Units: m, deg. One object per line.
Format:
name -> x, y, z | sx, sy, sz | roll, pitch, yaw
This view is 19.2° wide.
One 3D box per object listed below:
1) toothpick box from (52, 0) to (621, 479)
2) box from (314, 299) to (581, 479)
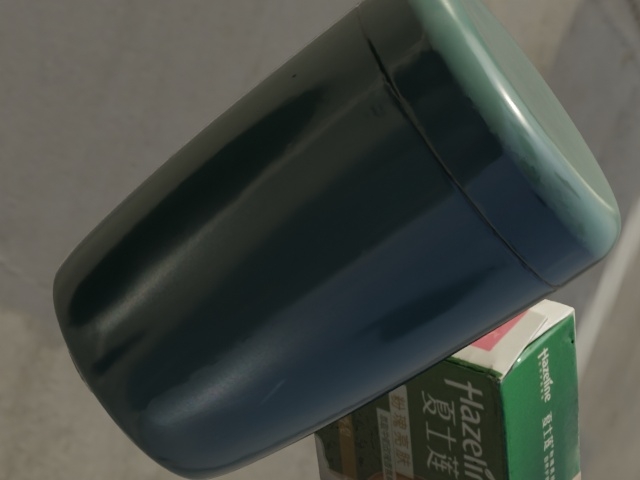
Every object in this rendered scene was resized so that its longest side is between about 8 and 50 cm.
toothpick box -> 0.000, 0.000, 0.660 | 0.184, 0.120, 0.120 | -34, 159, 14
box -> 0.070, 0.115, 1.052 | 0.081, 0.135, 0.199 | -39, 133, -38
